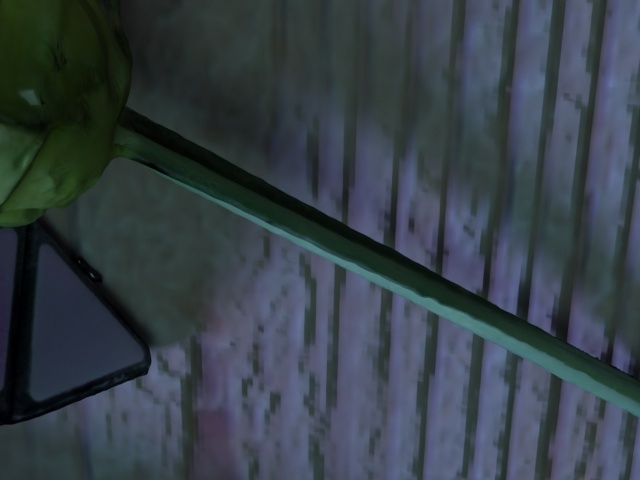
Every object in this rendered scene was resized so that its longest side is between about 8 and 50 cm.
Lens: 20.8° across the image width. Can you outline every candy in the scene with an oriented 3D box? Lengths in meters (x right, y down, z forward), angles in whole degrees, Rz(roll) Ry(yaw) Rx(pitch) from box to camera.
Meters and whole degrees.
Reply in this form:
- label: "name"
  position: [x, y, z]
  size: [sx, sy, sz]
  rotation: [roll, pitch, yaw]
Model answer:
- label: "candy"
  position: [0.000, 0.000, 0.527]
  size: [0.335, 0.092, 0.093]
  rotation: [26, 155, -20]

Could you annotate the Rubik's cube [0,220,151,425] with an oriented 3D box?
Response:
- label: "Rubik's cube"
  position: [-0.181, 0.013, 0.492]
  size: [0.211, 0.178, 0.190]
  rotation: [-6, 120, 8]
